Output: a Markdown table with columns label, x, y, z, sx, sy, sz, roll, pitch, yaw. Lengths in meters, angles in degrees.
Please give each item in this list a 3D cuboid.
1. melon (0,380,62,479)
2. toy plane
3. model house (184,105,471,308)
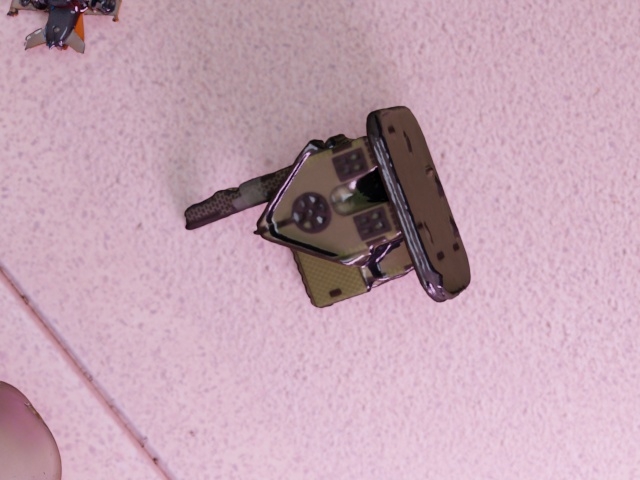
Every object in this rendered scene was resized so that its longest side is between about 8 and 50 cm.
| label | x | y | z | sx | sy | sz | roll | pitch | yaw |
| --- | --- | --- | --- | --- | --- | --- | --- | --- | --- |
| melon | -0.413 | 0.275 | 1.631 | 0.317 | 0.223 | 0.223 | -39 | 94 | -7 |
| toy plane | -0.274 | -0.293 | 1.775 | 0.135 | 0.062 | 0.188 | 8 | 81 | 16 |
| model house | 0.000 | 0.000 | 1.774 | 0.278 | 0.205 | 0.218 | -21 | 89 | 18 |
